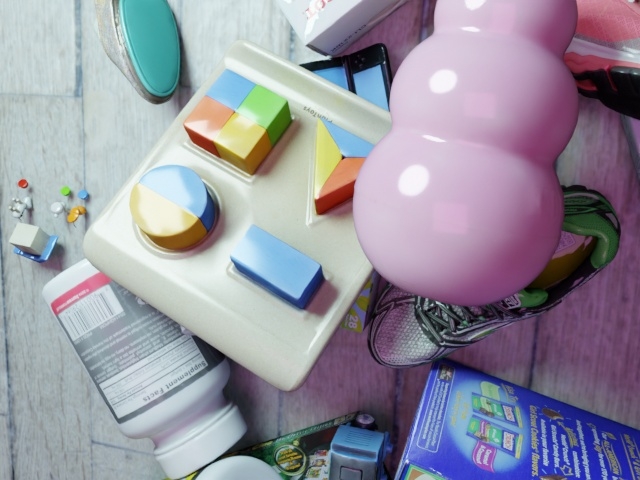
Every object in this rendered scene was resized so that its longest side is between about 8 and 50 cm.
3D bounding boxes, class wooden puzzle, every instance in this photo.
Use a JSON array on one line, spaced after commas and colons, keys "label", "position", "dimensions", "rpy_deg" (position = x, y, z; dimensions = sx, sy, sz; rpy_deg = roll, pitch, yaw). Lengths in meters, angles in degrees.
[{"label": "wooden puzzle", "position": [-0.073, -0.051, 0.734], "dimensions": [0.322, 0.080, 0.348], "rpy_deg": [30, 79, 13]}]

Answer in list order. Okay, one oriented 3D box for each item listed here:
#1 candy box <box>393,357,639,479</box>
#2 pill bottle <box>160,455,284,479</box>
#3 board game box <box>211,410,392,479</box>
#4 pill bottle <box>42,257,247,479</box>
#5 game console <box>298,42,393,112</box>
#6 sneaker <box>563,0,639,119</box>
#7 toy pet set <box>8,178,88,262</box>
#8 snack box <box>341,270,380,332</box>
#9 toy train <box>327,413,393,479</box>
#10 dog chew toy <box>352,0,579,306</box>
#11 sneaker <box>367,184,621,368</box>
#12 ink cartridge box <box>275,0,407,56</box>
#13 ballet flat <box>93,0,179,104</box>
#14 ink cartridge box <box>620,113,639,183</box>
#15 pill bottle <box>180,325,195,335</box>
[{"label": "candy box", "position": [0.250, 0.286, 0.710], "dimensions": [0.317, 0.268, 0.122], "rpy_deg": [19, 108, 13]}, {"label": "pill bottle", "position": [-0.202, 0.439, 0.900], "dimensions": [0.333, 0.188, 0.188], "rpy_deg": [-30, 90, 36]}, {"label": "board game box", "position": [-0.028, 0.357, 0.937], "dimensions": [0.259, 0.030, 0.136], "rpy_deg": [-23, 95, 19]}, {"label": "pill bottle", "position": [-0.239, 0.166, 0.887], "dimensions": [0.176, 0.176, 0.319], "rpy_deg": [-30, 90, 20]}, {"label": "game console", "position": [0.036, -0.177, 0.791], "dimensions": [0.107, 0.071, 0.122], "rpy_deg": [-2, 102, 52]}, {"label": "sneaker", "position": [0.303, -0.220, 0.653], "dimensions": [0.313, 0.116, 0.136], "rpy_deg": [24, 91, 32]}, {"label": "toy pet set", "position": [-0.429, -0.026, 0.984], "dimensions": [0.122, 0.065, 0.114], "rpy_deg": [12, 68, 12]}, {"label": "snack box", "position": [0.000, 0.000, 0.839], "dimensions": [0.174, 0.070, 0.207], "rpy_deg": [13, 105, 15]}, {"label": "toy train", "position": [0.047, 0.330, 0.837], "dimensions": [0.080, 0.105, 0.184], "rpy_deg": [9, 102, 16]}, {"label": "dog chew toy", "position": [0.152, -0.110, 0.604], "dimensions": [0.206, 0.206, 0.332], "rpy_deg": [16, 102, 14]}, {"label": "sneaker", "position": [0.192, 0.051, 0.750], "dimensions": [0.343, 0.146, 0.134], "rpy_deg": [-38, 88, 20]}, {"label": "ink cartridge box", "position": [0.001, -0.392, 0.742], "dimensions": [0.197, 0.114, 0.273], "rpy_deg": [-33, 90, 19]}, {"label": "ballet flat", "position": [-0.271, -0.336, 0.857], "dimensions": [0.106, 0.107, 0.316], "rpy_deg": [-8, 93, 38]}, {"label": "ink cartridge box", "position": [0.442, -0.084, 0.655], "dimensions": [0.188, 0.066, 0.233], "rpy_deg": [-13, 70, 19]}, {"label": "pill bottle", "position": [-0.165, 0.010, 0.832], "dimensions": [0.121, 0.121, 0.216], "rpy_deg": [-25, 71, 20]}]
